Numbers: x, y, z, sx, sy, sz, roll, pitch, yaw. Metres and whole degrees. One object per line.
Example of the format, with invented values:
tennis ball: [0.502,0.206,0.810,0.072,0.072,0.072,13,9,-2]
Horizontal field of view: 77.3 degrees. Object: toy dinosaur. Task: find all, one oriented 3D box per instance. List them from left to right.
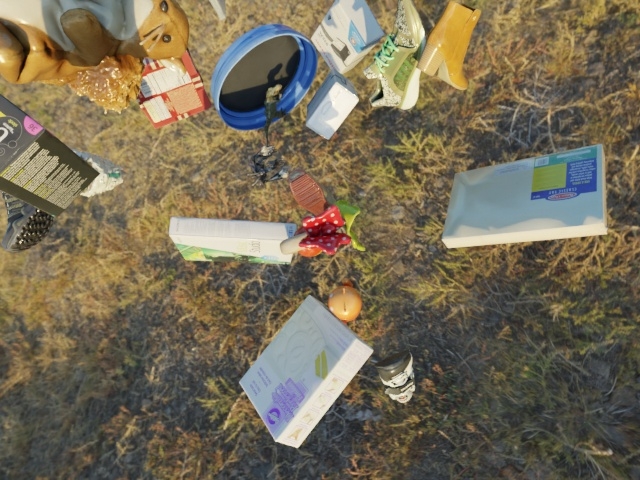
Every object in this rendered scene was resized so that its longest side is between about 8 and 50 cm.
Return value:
toy dinosaur: [-0.163,-0.465,1.426,0.064,0.268,0.118,29,56,9]

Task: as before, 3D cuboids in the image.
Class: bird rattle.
bird rattle: [0.000,0.000,0.949,0.207,0.253,0.143,-20,95,28]

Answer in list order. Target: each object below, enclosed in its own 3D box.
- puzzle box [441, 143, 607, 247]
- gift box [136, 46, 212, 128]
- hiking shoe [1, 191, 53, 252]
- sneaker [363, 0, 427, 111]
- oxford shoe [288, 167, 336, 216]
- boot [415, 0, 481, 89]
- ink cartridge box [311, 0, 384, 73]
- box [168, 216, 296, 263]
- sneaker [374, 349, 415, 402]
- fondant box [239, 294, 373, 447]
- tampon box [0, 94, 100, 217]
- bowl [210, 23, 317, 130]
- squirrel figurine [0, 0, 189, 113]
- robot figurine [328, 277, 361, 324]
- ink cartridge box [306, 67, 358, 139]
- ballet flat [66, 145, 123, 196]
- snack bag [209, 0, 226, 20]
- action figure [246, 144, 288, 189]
puzzle box: [0.568,-0.116,1.143,0.409,0.052,0.271,-6,51,42]
gift box: [-0.558,-0.575,1.369,0.277,0.255,0.258,-20,55,-9]
hiking shoe: [-0.698,-0.084,0.947,0.114,0.086,0.226,20,81,6]
sneaker: [0.236,-0.589,1.322,0.182,0.410,0.157,-14,56,-3]
oxford shoe: [-0.025,-0.201,1.768,0.123,0.348,0.130,-24,39,20]
boot: [0.432,-0.597,1.237,0.104,0.295,0.211,49,124,31]
ink cartridge box: [0.113,-0.917,1.799,0.129,0.223,0.307,-39,10,-19]
box: [-0.236,0.008,1.127,0.323,0.232,0.058,4,71,-6]
sneaker: [0.253,0.437,1.275,0.123,0.330,0.146,-23,68,2]
fondant box: [-0.047,0.352,1.116,0.330,0.096,0.238,-52,41,-3]
tampon box: [-0.436,-0.124,0.584,0.121,0.161,0.101,36,77,3]
bowl: [-0.191,-0.542,1.352,0.391,0.391,0.077,-40,74,12]
squirrel figurine: [-0.498,-0.464,0.900,0.397,0.371,0.280,-12,90,64]
robot figurine: [0.092,0.238,1.517,0.128,0.219,0.158,41,81,13]
ink cartridge box: [0.031,-0.412,1.201,0.148,0.086,0.203,-49,23,27]
ballet flat: [-0.711,-0.200,1.095,0.409,0.147,0.146,16,78,19]
snack bag: [-0.241,-0.674,0.826,0.037,0.323,0.342,0,103,-3]
action figure: [-0.228,-0.330,1.733,0.141,0.164,0.275,-21,26,18]
